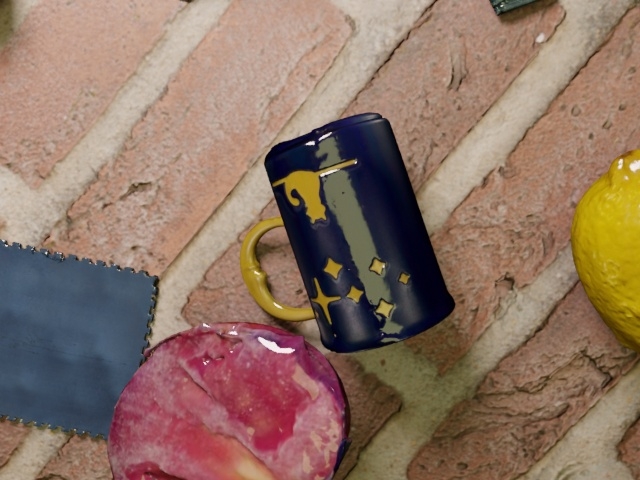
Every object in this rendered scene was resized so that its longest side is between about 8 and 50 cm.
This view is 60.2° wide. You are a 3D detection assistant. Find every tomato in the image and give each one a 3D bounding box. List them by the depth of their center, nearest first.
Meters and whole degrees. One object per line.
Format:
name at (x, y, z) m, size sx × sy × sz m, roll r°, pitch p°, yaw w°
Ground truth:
tomato at (-0.103, 0.246, 0.727) m, size 0.290 × 0.176 × 0.334 m, roll 33°, pitch 97°, yaw 18°

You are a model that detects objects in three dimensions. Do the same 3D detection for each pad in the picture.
pad at (-0.382, 0.146, 0.794) m, size 0.270 × 0.012 × 0.268 m, roll 14°, pitch 98°, yaw 0°

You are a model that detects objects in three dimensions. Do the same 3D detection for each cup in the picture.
cup at (0.004, 0.000, 0.687) m, size 0.255 × 0.178 × 0.256 m, roll -20°, pitch 95°, yaw 2°

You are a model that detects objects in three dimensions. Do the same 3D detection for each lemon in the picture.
lemon at (0.434, 0.017, 0.645) m, size 0.284 × 0.260 × 0.260 m, roll 35°, pitch 97°, yaw 7°

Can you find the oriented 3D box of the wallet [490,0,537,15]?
wallet at (0.246, -0.365, 0.707) m, size 0.088 × 0.026 × 0.129 m, roll -19°, pitch 96°, yaw 3°
